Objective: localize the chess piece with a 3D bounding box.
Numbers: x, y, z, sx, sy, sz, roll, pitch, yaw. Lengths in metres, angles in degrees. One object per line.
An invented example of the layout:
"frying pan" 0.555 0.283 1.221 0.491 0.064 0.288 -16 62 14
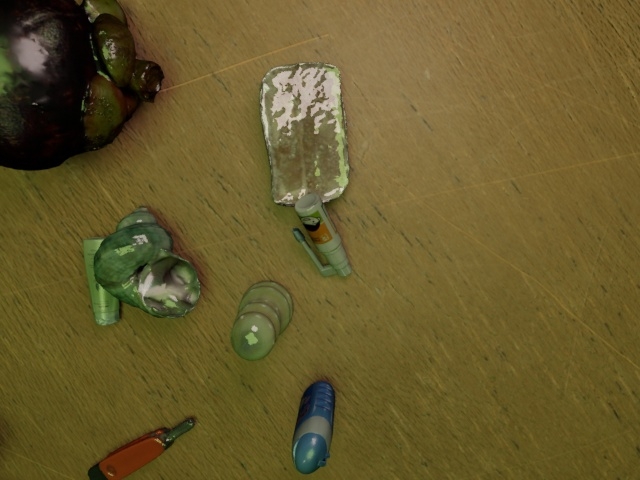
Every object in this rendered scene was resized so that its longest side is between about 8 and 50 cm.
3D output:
"chess piece" -0.137 0.182 1.133 0.133 0.243 0.133 1 100 4

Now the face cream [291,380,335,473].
"face cream" -0.015 0.419 1.148 0.083 0.264 0.149 19 99 0

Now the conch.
"conch" -0.400 0.052 1.177 0.220 0.195 0.277 -13 74 -5

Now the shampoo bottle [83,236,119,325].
"shampoo bottle" -0.526 0.098 1.244 0.072 0.049 0.213 -4 98 0

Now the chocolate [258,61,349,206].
"chocolate" -0.037 -0.231 1.140 0.185 0.100 0.303 -7 102 -8

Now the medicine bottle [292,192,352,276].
"medicine bottle" 0.000 0.000 1.151 0.092 0.061 0.221 -17 128 17

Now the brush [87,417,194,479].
"brush" -0.454 0.534 1.301 0.323 0.051 0.070 -32 92 7

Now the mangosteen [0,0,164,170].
"mangosteen" -0.563 -0.350 1.030 0.421 0.381 0.381 -28 96 -3
